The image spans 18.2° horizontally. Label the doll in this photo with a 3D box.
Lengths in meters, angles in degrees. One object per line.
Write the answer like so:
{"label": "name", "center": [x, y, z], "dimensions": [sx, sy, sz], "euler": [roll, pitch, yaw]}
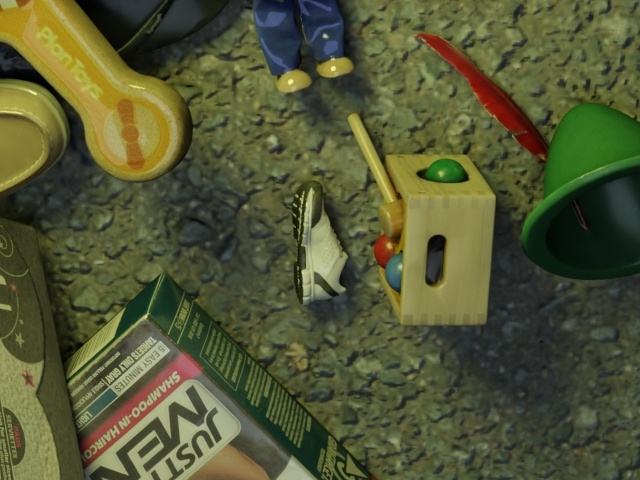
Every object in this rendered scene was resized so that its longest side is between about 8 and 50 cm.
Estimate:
{"label": "doll", "center": [-0.021, -0.218, 1.584], "dimensions": [0.129, 0.046, 0.189], "euler": [-19, 115, -11]}

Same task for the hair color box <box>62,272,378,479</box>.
{"label": "hair color box", "center": [-0.079, 0.215, 1.718], "dimensions": [0.174, 0.105, 0.347], "euler": [-42, 102, 16]}

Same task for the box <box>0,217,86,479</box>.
{"label": "box", "center": [-0.303, 0.109, 1.599], "dimensions": [0.142, 0.163, 0.247], "euler": [-22, 71, 23]}

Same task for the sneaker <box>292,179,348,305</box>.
{"label": "sneaker", "center": [0.000, 0.000, 1.677], "dimensions": [0.043, 0.040, 0.109], "euler": [-6, 113, -11]}

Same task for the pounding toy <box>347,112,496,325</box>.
{"label": "pounding toy", "center": [0.078, -0.019, 1.622], "dimensions": [0.100, 0.130, 0.141], "euler": [-1, 110, -8]}

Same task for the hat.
{"label": "hat", "center": [0.219, -0.092, 1.633], "dimensions": [0.173, 0.183, 0.208], "euler": [-28, 147, 20]}

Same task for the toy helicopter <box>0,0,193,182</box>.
{"label": "toy helicopter", "center": [-0.220, -0.199, 1.548], "dimensions": [0.235, 0.140, 0.355], "euler": [-41, 94, 13]}

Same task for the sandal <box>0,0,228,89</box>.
{"label": "sandal", "center": [-0.170, -0.181, 1.612], "dimensions": [0.254, 0.054, 0.097], "euler": [-29, 105, 13]}

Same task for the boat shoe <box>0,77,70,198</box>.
{"label": "boat shoe", "center": [-0.349, -0.048, 1.637], "dimensions": [0.302, 0.098, 0.109], "euler": [-14, 115, 13]}
